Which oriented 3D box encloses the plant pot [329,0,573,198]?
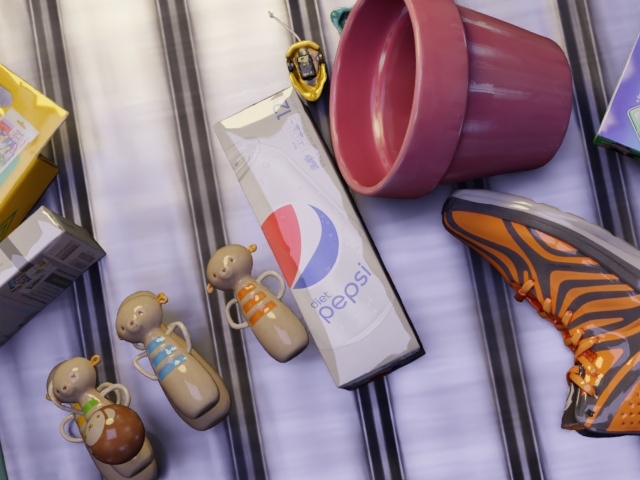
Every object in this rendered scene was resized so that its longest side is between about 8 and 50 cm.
[{"bbox_3d":[0.128,-0.137,1.571,0.180,0.201,0.201,3,82,-23],"label":"plant pot"}]

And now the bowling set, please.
[{"bbox_3d":[-0.169,0.117,1.551,0.287,0.200,0.154,-42,77,16],"label":"bowling set"}]

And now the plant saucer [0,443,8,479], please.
[{"bbox_3d":[-0.340,0.274,1.671,0.067,0.018,0.192,-14,80,5],"label":"plant saucer"}]

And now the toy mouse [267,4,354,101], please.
[{"bbox_3d":[0.040,-0.177,1.672,0.143,0.031,0.161,-19,81,5],"label":"toy mouse"}]

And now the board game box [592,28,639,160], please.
[{"bbox_3d":[0.416,-0.199,1.576,0.213,0.046,0.317,22,84,7],"label":"board game box"}]

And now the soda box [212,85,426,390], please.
[{"bbox_3d":[0.000,0.000,1.622,0.091,0.098,0.286,-26,81,4],"label":"soda box"}]

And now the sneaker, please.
[{"bbox_3d":[0.237,0.081,1.567,0.321,0.124,0.180,26,86,10],"label":"sneaker"}]

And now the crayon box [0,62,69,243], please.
[{"bbox_3d":[-0.414,-0.047,1.688,0.203,0.083,0.323,36,89,10],"label":"crayon box"}]

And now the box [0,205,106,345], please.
[{"bbox_3d":[-0.308,0.051,1.631,0.186,0.145,0.038,-42,77,1],"label":"box"}]
